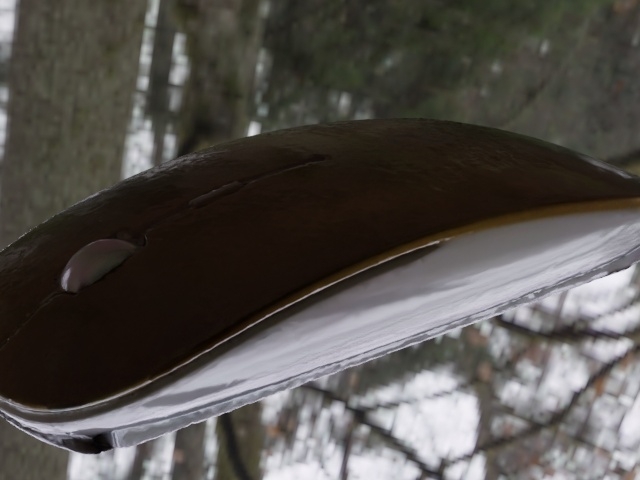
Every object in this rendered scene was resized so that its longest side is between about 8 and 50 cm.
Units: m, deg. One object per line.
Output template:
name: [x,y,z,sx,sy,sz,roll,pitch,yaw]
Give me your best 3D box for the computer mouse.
computer mouse: [0.000,0.000,0.563,0.245,0.056,0.126,-18,-156,-27]
